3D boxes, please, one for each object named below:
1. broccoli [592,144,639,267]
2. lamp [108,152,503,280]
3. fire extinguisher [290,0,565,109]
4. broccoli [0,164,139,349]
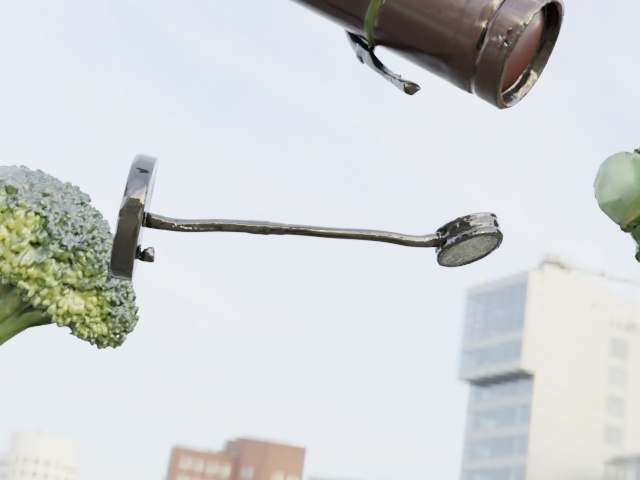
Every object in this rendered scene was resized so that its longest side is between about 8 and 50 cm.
[{"bbox_3d":[0.409,-0.051,1.321,0.270,0.270,0.270,5,-14,-31],"label":"broccoli"},{"bbox_3d":[-0.011,-0.033,1.115,0.371,0.109,0.130,-7,-27,-16],"label":"lamp"},{"bbox_3d":[0.016,-0.209,0.998,0.341,0.141,0.105,30,-32,22],"label":"fire extinguisher"},{"bbox_3d":[-0.292,0.021,1.287,0.176,0.226,0.198,-20,-5,0],"label":"broccoli"}]
